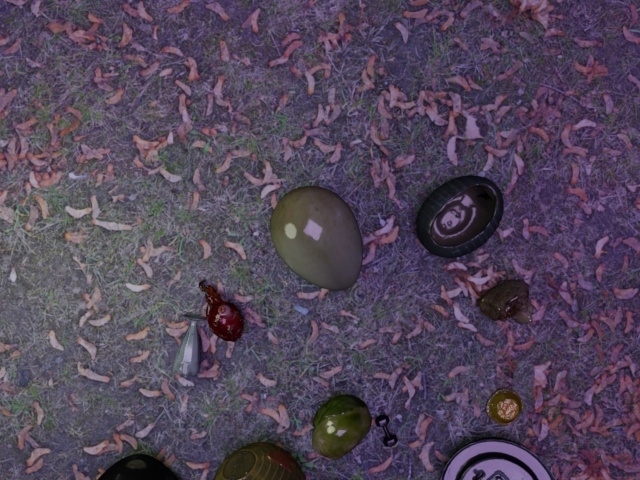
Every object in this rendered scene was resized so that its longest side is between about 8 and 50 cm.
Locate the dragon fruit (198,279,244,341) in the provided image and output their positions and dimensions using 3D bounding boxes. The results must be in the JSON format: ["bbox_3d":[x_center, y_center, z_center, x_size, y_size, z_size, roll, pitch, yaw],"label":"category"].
[{"bbox_3d":[-0.273,0.186,1.470,0.094,0.094,0.190,-34,84,-1],"label":"dragon fruit"}]

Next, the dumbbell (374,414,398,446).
[{"bbox_3d":[0.180,0.519,1.501,0.036,0.040,0.083,-23,91,-32],"label":"dumbbell"}]

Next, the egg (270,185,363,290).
[{"bbox_3d":[0.000,0.000,1.409,0.219,0.218,0.295,-34,100,-1],"label":"egg"}]

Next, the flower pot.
[{"bbox_3d":[0.364,-0.063,1.443,0.243,0.157,0.189,-39,92,-1],"label":"flower pot"}]

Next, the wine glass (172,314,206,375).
[{"bbox_3d":[-0.351,0.280,1.480,0.074,0.073,0.154,9,86,-1],"label":"wine glass"}]

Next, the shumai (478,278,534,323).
[{"bbox_3d":[0.510,0.175,1.464,0.146,0.145,0.116,-38,100,-1],"label":"shumai"}]

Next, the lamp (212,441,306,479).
[{"bbox_3d":[-0.146,0.664,1.402,0.251,0.250,0.284,-24,112,-1],"label":"lamp"}]

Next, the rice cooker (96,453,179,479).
[{"bbox_3d":[-0.480,0.696,1.401,0.268,0.224,0.266,0,88,-1],"label":"rice cooker"}]

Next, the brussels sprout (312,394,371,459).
[{"bbox_3d":[0.050,0.492,1.454,0.183,0.145,0.131,-42,64,-6],"label":"brussels sprout"}]

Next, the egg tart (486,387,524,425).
[{"bbox_3d":[0.508,0.458,1.505,0.105,0.039,0.105,0,88,0],"label":"egg tart"}]

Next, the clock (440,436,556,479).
[{"bbox_3d":[0.469,0.679,1.449,0.313,0.061,0.312,-3,80,15],"label":"clock"}]
